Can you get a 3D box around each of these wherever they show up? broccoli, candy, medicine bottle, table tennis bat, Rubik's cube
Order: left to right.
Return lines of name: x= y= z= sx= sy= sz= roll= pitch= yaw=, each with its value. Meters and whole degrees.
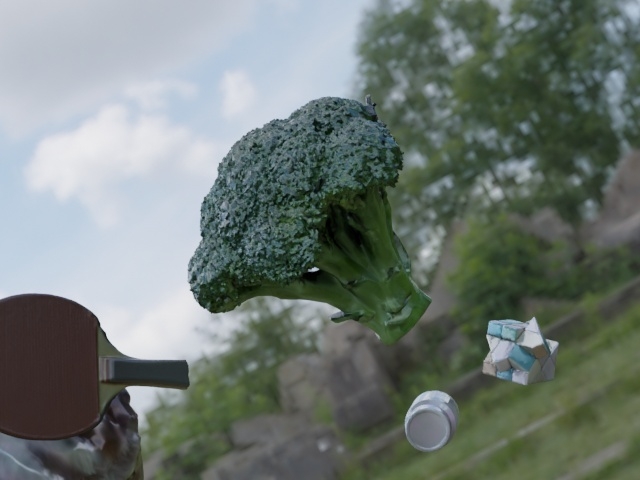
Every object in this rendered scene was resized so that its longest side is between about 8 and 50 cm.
candy: x=-0.305 y=0.181 z=1.509 sx=0.157 sy=0.289 sz=0.214 roll=100 pitch=-165 yaw=-59
table tennis bat: x=-0.217 y=0.113 z=1.407 sx=0.220 sy=0.130 sz=0.019 roll=6 pitch=-18 yaw=-31
broccoli: x=0.000 y=0.000 z=1.623 sx=0.269 sy=0.269 sz=0.254 roll=-30 pitch=15 yaw=10
medicine bottle: x=0.111 y=0.182 z=1.602 sx=0.052 sy=0.052 sz=0.089 roll=-30 pitch=-1 yaw=10
Rubik's cube: x=0.223 y=0.119 z=1.781 sx=0.075 sy=0.073 sz=0.084 roll=11 pitch=7 yaw=23
